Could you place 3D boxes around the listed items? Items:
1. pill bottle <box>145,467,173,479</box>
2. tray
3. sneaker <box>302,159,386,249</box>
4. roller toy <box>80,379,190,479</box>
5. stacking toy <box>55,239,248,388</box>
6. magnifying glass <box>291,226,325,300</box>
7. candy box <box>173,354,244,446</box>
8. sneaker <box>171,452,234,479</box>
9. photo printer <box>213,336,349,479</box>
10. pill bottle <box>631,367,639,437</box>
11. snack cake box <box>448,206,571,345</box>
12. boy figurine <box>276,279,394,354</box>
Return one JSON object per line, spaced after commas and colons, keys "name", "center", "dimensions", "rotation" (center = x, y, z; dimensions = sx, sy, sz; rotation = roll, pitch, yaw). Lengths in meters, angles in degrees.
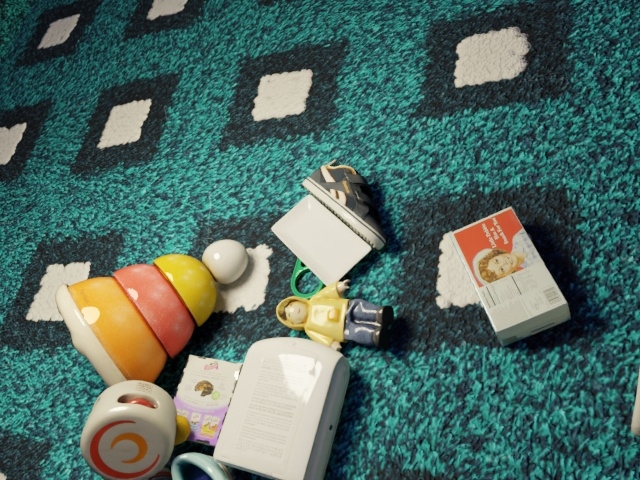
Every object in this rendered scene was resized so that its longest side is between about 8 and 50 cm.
{"name": "pill bottle", "center": [-0.355, 0.612, 1.290], "dimensions": [0.108, 0.108, 0.193], "rotation": [-34, 51, 4]}
{"name": "tray", "center": [0.000, 0.000, 1.518], "dimensions": [0.145, 0.030, 0.270], "rotation": [-43, 53, -5]}
{"name": "sneaker", "center": [0.082, -0.108, 1.511], "dimensions": [0.127, 0.126, 0.321], "rotation": [-45, 51, 0]}
{"name": "roller toy", "center": [-0.414, 0.414, 1.295], "dimensions": [0.209, 0.191, 0.146], "rotation": [-27, 18, 0]}
{"name": "stacking toy", "center": [-0.387, 0.154, 1.517], "dimensions": [0.480, 0.350, 0.350], "rotation": [-33, 50, -18]}
{"name": "magnifying glass", "center": [-0.041, 0.055, 1.537], "dimensions": [0.092, 0.026, 0.230], "rotation": [-21, 55, 14]}
{"name": "candy box", "center": [-0.266, 0.386, 1.410], "dimensions": [0.165, 0.070, 0.196], "rotation": [3, 63, 28]}
{"name": "sneaker", "center": [-0.202, 0.583, 1.206], "dimensions": [0.366, 0.150, 0.135], "rotation": [33, 80, 37]}
{"name": "photo printer", "center": [-0.078, 0.367, 1.302], "dimensions": [0.256, 0.107, 0.307], "rotation": [3, 64, 29]}
{"name": "pill bottle", "center": [0.717, 0.249, 0.912], "dimensions": [0.392, 0.224, 0.224], "rotation": [8, 65, 30]}
{"name": "snack cake box", "center": [0.401, 0.073, 1.264], "dimensions": [0.152, 0.089, 0.264], "rotation": [-26, 52, 12]}
{"name": "boy figurine", "center": [0.028, 0.174, 1.380], "dimensions": [0.285, 0.092, 0.177], "rotation": [8, 79, 27]}
